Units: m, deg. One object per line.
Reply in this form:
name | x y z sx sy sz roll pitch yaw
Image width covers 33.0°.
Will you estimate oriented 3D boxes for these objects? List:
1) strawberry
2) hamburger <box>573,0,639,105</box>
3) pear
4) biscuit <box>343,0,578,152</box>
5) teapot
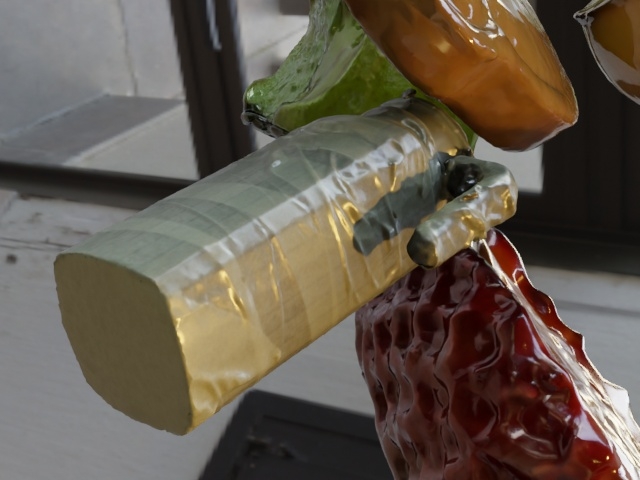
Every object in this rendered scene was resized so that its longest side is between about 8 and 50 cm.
strawberry | 0.100 0.112 0.643 0.265 0.149 0.336 34 23 -52
hamburger | 0.412 -0.171 0.789 0.277 0.395 0.396 50 42 -5
pear | 0.063 -0.183 0.994 0.164 0.238 0.256 22 96 -31
biscuit | 0.031 -0.192 0.593 0.351 0.057 0.312 46 21 -18
teapot | 0.000 0.000 0.455 0.200 0.107 0.077 -33 122 -42
